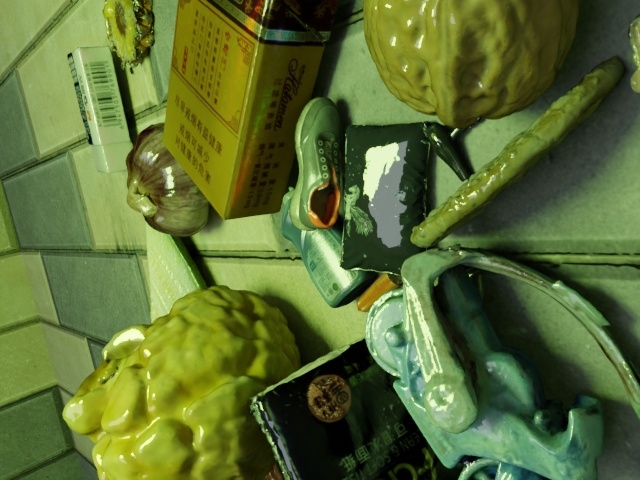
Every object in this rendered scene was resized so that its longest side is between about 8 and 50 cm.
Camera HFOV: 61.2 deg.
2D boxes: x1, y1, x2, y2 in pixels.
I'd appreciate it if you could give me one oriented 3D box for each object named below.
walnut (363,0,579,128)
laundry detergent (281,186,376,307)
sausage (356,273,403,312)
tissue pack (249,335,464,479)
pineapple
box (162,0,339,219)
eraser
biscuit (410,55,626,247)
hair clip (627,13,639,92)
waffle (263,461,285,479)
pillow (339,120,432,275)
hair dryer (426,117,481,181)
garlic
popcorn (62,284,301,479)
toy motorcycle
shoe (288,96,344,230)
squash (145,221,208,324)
[{"bbox_3d":[0.137,-0.209,0.511,0.213,0.213,0.213,20,119,43],"label":"walnut"},{"bbox_3d":[-0.001,0.000,0.849,0.206,0.061,0.097,56,131,19],"label":"laundry detergent"},{"bbox_3d":[0.084,0.079,0.806,0.031,0.031,0.107,57,139,17],"label":"sausage"},{"bbox_3d":[0.077,0.309,0.738,0.332,0.245,0.123,64,157,10],"label":"tissue pack"},{"bbox_3d":[-0.414,-0.472,1.165,0.221,0.047,0.221,24,121,46],"label":"pineapple"},{"bbox_3d":[-0.123,-0.272,0.826,0.264,0.115,0.415,47,133,37],"label":"box"},{"bbox_3d":[-0.519,-0.306,1.292,0.130,0.086,0.287,16,118,57],"label":"eraser"},{"bbox_3d":[0.179,-0.063,0.561,0.038,0.141,0.290,49,134,6],"label":"biscuit"},{"bbox_3d":[0.311,-0.092,0.472,0.062,0.056,0.214,176,87,-66],"label":"hair clip"},{"bbox_3d":[-0.073,0.533,1.109,0.213,0.091,0.308,-27,82,50],"label":"waffle"},{"bbox_3d":[0.085,-0.053,0.731,0.141,0.055,0.208,6,104,34],"label":"pillow"},{"bbox_3d":[0.173,-0.120,0.638,0.083,0.031,0.079,-38,85,40],"label":"hair dryer"},{"bbox_3d":[-0.316,-0.114,1.091,0.245,0.160,0.245,34,133,47],"label":"garlic"},{"bbox_3d":[-0.189,0.274,0.917,0.354,0.390,0.344,17,133,54],"label":"popcorn"},{"bbox_3d":[0.191,0.153,0.591,0.319,0.182,0.241,59,138,17],"label":"toy motorcycle"},{"bbox_3d":[0.006,-0.104,0.767,0.077,0.074,0.194,20,104,60],"label":"shoe"},{"bbox_3d":[-0.350,0.088,1.236,0.203,0.111,0.289,-42,75,19],"label":"squash"}]
